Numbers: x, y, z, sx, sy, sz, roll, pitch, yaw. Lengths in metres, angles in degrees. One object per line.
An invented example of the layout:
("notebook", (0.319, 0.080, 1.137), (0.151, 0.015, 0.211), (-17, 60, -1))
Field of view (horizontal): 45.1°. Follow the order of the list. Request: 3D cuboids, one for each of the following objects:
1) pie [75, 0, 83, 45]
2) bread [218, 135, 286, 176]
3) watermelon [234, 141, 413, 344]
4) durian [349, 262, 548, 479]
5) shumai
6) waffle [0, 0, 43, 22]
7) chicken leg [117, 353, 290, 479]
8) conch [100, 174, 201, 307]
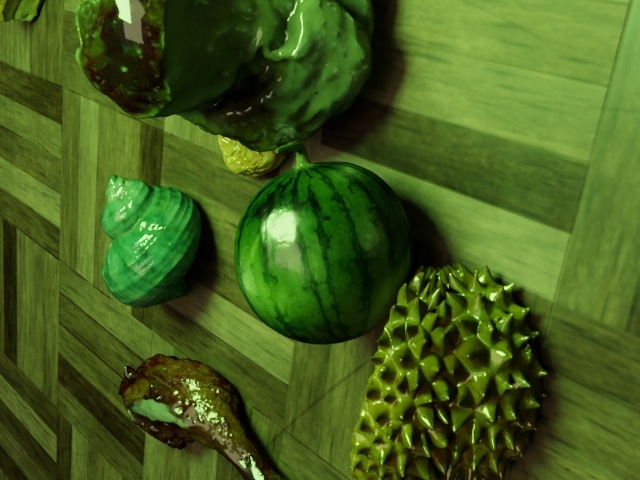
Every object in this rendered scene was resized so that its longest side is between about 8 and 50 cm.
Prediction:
("pie", (-0.275, -0.316, 1.112), (0.163, 0.079, 0.193), (-36, 71, 34))
("bread", (-0.083, -0.123, 0.968), (0.111, 0.044, 0.083), (-14, 89, 45))
("watermelon", (0.000, 0.000, 0.798), (0.188, 0.188, 0.214), (-4, 105, 47))
("durian", (0.127, 0.157, 0.761), (0.187, 0.154, 0.260), (3, 110, 22))
("shumai", (-0.128, -0.248, 0.806), (0.309, 0.264, 0.303), (-22, 77, 39))
("waffle", (-0.510, -0.536, 1.304), (0.308, 0.091, 0.212), (-37, 71, 45))
("chicken leg", (-0.177, 0.265, 1.118), (0.407, 0.096, 0.157), (21, 117, 40))
("conch", (-0.253, 0.002, 1.109), (0.196, 0.134, 0.202), (10, 107, 44))
